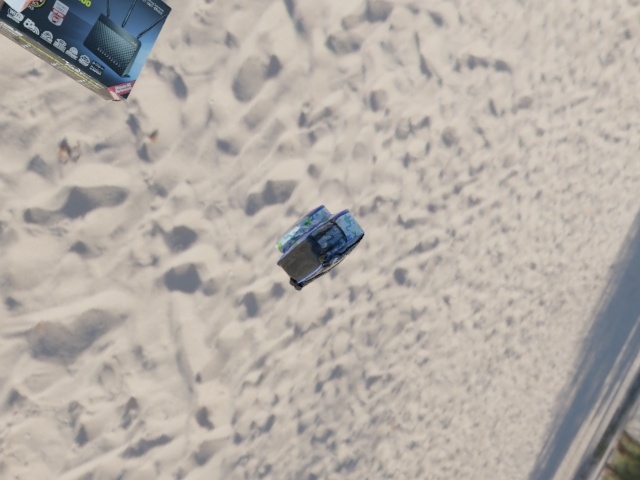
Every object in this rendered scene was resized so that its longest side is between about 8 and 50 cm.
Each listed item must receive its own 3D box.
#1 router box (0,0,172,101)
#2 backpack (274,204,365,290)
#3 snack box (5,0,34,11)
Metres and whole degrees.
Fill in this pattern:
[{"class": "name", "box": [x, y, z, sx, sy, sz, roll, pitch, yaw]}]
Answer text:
[{"class": "router box", "box": [-0.193, -0.182, 0.623, 0.122, 0.038, 0.092, 32, 76, -40]}, {"class": "backpack", "box": [0.000, 0.000, 1.085, 0.114, 0.084, 0.105, -31, 173, -39]}, {"class": "snack box", "box": [-0.040, -0.195, 0.270, 0.174, 0.070, 0.207, -37, -161, 37]}]
